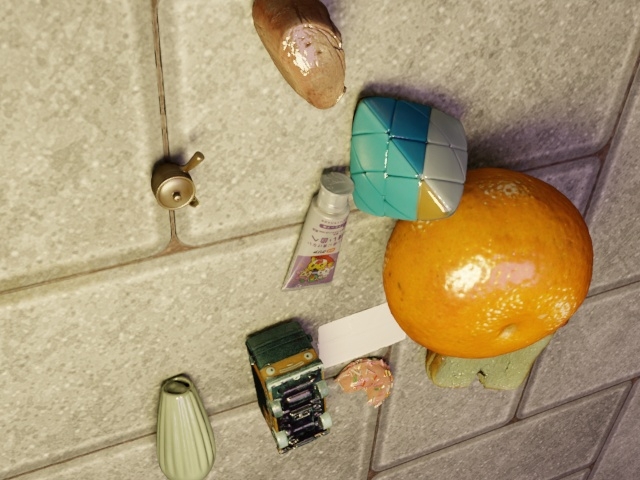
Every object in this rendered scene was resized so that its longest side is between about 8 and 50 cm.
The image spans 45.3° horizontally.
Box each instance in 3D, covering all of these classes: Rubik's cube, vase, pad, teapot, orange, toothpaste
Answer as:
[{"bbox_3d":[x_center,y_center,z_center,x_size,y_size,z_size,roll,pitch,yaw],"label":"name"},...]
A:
[{"bbox_3d":[0.147,-0.102,1.372,0.254,0.254,0.254,-16,134,-18],"label":"Rubik's cube"},{"bbox_3d":[-0.290,0.399,1.623,0.128,0.128,0.248,-14,123,-20],"label":"vase"},{"bbox_3d":[0.099,0.215,1.771,0.232,0.004,0.156,-18,135,-17],"label":"pad"},{"bbox_3d":[-0.222,-0.102,1.250,0.085,0.080,0.110,25,112,-41],"label":"teapot"},{"bbox_3d":[0.321,0.040,1.518,0.424,0.326,0.424,-8,144,-6],"label":"orange"},{"bbox_3d":[0.000,0.000,1.488,0.114,0.073,0.299,-9,139,-24],"label":"toothpaste"}]

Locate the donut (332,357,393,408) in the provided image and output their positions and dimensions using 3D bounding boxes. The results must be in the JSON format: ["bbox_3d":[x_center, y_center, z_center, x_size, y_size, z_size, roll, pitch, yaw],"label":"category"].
[{"bbox_3d":[0.121,0.335,1.848,0.166,0.065,0.117,24,114,-43],"label":"donut"}]

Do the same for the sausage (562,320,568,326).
[{"bbox_3d":[0.566,0.178,1.960,0.179,0.089,0.089,11,121,-26],"label":"sausage"}]

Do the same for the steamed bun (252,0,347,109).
[{"bbox_3d":[-0.020,-0.292,1.159,0.106,0.145,0.175,-33,141,-4],"label":"steamed bun"}]

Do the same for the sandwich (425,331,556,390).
[{"bbox_3d":[0.403,0.267,1.891,0.273,0.095,0.249,5,130,-16],"label":"sandwich"}]

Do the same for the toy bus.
[{"bbox_3d":[-0.068,0.315,1.647,0.138,0.167,0.275,-20,139,-14],"label":"toy bus"}]
